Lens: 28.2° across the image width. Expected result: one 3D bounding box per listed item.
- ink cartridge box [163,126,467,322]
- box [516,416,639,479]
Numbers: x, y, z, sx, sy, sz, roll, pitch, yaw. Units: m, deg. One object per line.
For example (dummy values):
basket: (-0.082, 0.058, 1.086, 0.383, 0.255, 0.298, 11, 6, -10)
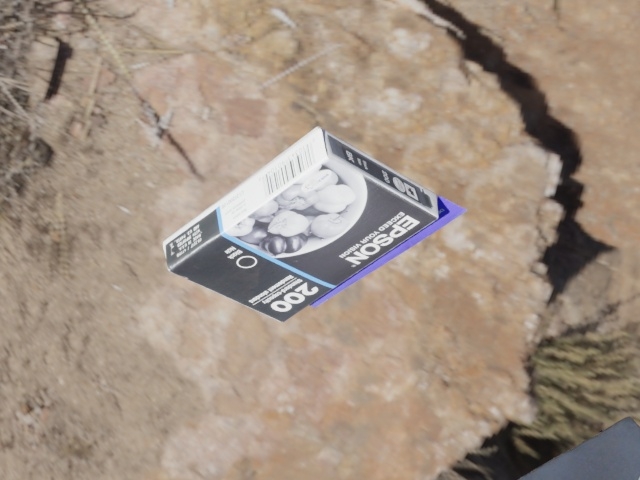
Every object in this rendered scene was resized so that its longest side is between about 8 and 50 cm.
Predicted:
ink cartridge box: (0.000, 0.000, 1.171, 0.206, 0.045, 0.208, -35, 139, 31)
box: (0.278, 0.531, 1.359, 0.471, 0.480, 0.297, -25, 140, -14)
